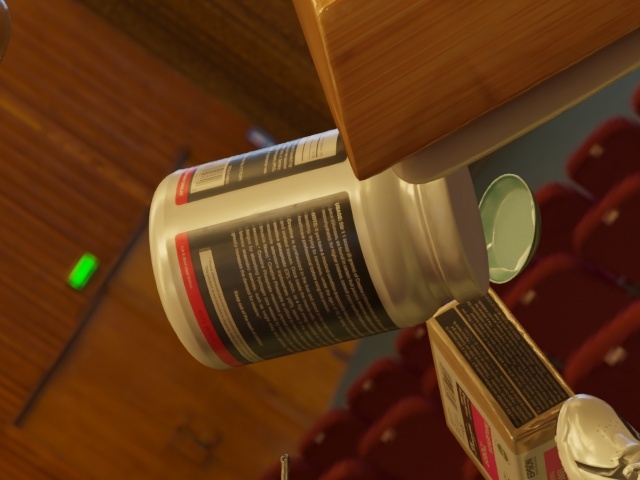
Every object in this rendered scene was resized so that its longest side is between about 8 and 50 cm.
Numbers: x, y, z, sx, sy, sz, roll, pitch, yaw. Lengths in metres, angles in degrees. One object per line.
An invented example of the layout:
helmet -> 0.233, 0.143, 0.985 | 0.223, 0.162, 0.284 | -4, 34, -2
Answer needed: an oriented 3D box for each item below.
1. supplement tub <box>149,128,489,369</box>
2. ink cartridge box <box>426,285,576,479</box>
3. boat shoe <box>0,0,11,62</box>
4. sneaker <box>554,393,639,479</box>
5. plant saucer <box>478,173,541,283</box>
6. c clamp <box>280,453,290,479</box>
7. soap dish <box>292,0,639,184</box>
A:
supplement tub -> 0.000, 0.000, 1.431 | 0.272, 0.191, 0.191 | -14, 23, 14
ink cartridge box -> 0.208, 0.193, 1.740 | 0.088, 0.235, 0.193 | -27, 50, -9
boat shoe -> -0.266, 0.004, 0.667 | 0.341, 0.110, 0.122 | -39, 59, 20
sneaker -> 0.320, 0.217, 1.450 | 0.094, 0.235, 0.153 | -13, -27, -30
plant saucer -> 0.206, -0.012, 1.713 | 0.119, 0.021, 0.119 | -26, 60, 59
c clamp -> -0.087, 0.206, 0.998 | 0.160, 0.022, 0.137 | -20, 26, 4
soap dish -> 0.108, -0.177, 0.765 | 0.291, 0.118, 0.229 | -29, 37, 10
